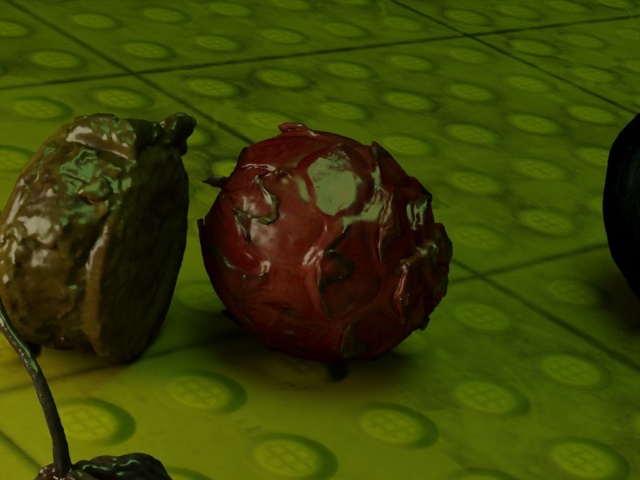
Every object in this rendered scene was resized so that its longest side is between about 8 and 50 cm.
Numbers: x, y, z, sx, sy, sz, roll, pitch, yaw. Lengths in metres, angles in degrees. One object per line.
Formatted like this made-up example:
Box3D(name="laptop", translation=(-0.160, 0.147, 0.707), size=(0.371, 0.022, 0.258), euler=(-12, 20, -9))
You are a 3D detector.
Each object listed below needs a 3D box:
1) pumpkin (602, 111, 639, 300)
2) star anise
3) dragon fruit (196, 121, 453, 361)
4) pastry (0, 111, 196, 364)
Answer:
Box3D(name="pumpkin", translation=(0.491, -0.033, 1.955), size=(0.363, 0.266, 0.363), euler=(1, 14, 0))
Box3D(name="star anise", translation=(-0.197, 0.120, 1.422), size=(0.148, 0.227, 0.218), euler=(-17, 24, -36))
Box3D(name="dragon fruit", translation=(0.006, 0.007, 1.731), size=(0.252, 0.241, 0.241), euler=(8, 23, -18))
Box3D(name="pastry", translation=(-0.215, -0.009, 1.669), size=(0.132, 0.235, 0.240), euler=(11, 12, 12))
